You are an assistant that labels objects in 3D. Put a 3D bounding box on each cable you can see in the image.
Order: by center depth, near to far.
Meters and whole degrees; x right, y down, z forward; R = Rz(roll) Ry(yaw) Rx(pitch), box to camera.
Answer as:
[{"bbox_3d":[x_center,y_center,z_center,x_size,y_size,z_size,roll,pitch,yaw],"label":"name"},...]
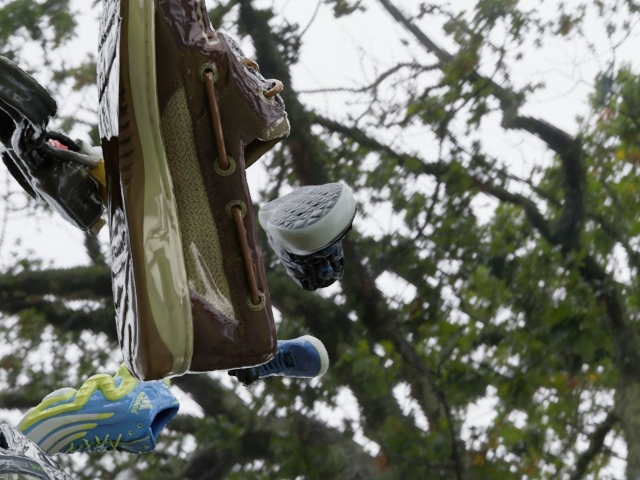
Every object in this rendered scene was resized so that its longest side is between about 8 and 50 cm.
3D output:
[{"bbox_3d":[-0.203,-0.082,0.811,0.139,0.072,0.287,31,-17,20],"label":"cable"}]

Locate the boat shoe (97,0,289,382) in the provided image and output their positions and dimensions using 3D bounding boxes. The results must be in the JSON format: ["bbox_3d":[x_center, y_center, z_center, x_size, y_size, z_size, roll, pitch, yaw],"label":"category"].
[{"bbox_3d":[-0.083,-0.077,0.757,0.123,0.123,0.342,146,-60,-67],"label":"boat shoe"}]

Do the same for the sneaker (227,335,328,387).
[{"bbox_3d":[-0.062,0.154,1.375,0.152,0.084,0.058,1,-76,52],"label":"sneaker"}]

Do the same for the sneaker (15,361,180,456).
[{"bbox_3d":[-0.297,0.250,1.486,0.126,0.240,0.091,40,-30,33],"label":"sneaker"}]

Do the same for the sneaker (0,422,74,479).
[{"bbox_3d":[-0.164,0.167,0.624,0.121,0.111,0.300,54,-14,16],"label":"sneaker"}]

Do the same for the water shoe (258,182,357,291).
[{"bbox_3d":[0.000,0.000,0.899,0.073,0.203,0.080,-27,-81,-4],"label":"water shoe"}]
